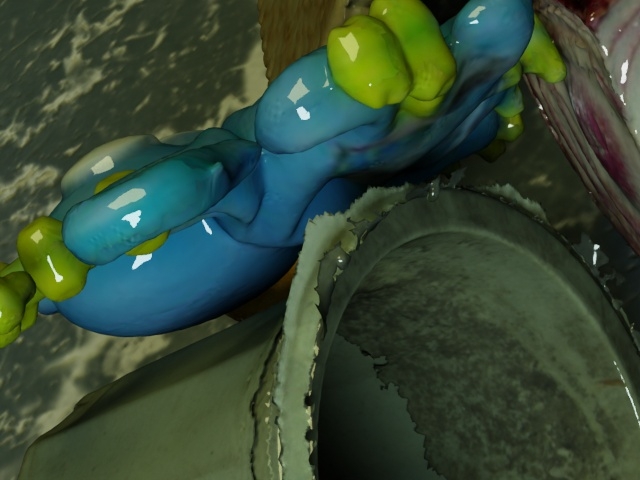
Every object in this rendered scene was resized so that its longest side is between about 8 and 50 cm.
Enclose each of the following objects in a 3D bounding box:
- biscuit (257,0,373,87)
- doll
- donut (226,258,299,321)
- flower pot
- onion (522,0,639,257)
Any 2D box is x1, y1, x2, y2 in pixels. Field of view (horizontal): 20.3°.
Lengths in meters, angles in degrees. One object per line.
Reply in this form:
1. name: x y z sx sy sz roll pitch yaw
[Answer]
1. biscuit: 0.007 -0.191 1.088 0.325 0.044 0.217 -99 22 -58
2. doll: -0.036 -0.034 0.838 0.341 0.346 0.098 -34 81 35
3. donut: 0.000 0.000 1.057 0.152 0.058 0.152 -20 47 23
4. flower pot: 0.001 0.129 0.830 0.259 0.290 0.290 -18 48 42
5. onion: 0.213 -0.097 0.874 0.206 0.216 0.207 -26 27 -2
